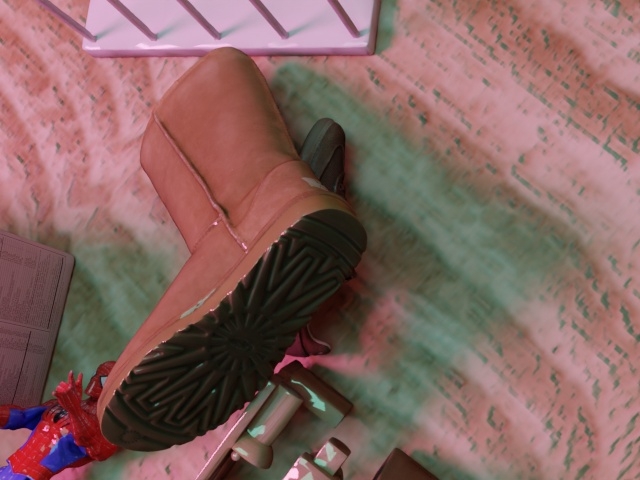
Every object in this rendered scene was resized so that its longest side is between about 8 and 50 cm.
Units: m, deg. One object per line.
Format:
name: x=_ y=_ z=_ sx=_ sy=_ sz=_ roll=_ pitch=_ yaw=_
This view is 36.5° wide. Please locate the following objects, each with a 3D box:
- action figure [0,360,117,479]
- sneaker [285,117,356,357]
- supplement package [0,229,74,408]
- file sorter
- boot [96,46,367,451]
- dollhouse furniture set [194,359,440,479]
action figure: x=-0.254 y=0.182 z=0.735 sx=0.091 sy=0.139 sz=0.280 roll=24 pitch=59 yaw=30
sneaker: x=0.000 y=0.000 z=0.769 sx=0.071 sy=0.066 sz=0.188 roll=17 pitch=89 yaw=5
supplement package: x=-0.352 y=0.049 z=0.798 sx=0.194 sy=0.203 sz=0.149 roll=7 pitch=80 yaw=21
file sorter: x=-0.100 y=-0.275 z=0.801 sx=0.277 sy=0.173 sz=0.193 roll=3 pitch=78 yaw=21
boot: x=-0.093 y=-0.005 z=0.731 sx=0.236 sy=0.089 sz=0.269 roll=-43 pitch=38 yaw=6
dollhouse furniture set: x=-0.008 y=0.187 z=0.690 sx=0.151 sy=0.144 sz=0.123 roll=37 pitch=96 yaw=9
